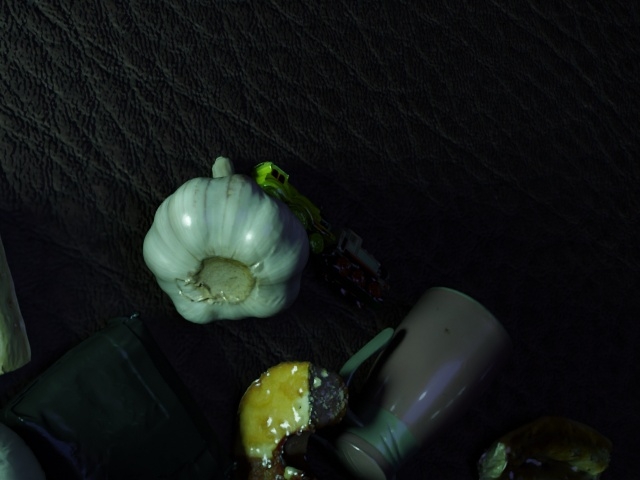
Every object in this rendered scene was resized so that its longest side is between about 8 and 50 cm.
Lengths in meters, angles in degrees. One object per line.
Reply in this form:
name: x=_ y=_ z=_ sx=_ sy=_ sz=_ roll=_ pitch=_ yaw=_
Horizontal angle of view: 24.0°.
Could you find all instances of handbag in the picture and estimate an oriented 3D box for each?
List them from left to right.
handbag: x=-0.222 y=0.231 z=1.711 sx=0.223 sy=0.080 sz=0.247 roll=-41 pitch=108 yaw=-35

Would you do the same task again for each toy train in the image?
toy train: x=0.000 y=0.000 z=1.940 sx=0.249 sy=0.053 sz=0.085 roll=40 pitch=55 yaw=-27

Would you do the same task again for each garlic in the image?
garlic: x=-0.110 y=-0.018 z=1.810 sx=0.199 sy=0.199 sz=0.226 roll=40 pitch=29 yaw=-27

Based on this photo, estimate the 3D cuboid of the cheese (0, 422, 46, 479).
cheese: x=-0.362 y=0.264 z=1.532 sx=0.198 sy=0.154 sz=0.189 roll=53 pitch=7 yaw=17

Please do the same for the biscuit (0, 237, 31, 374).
biscuit: x=-0.364 y=0.053 z=1.645 sx=0.056 sy=0.052 sz=0.188 roll=-16 pitch=94 yaw=-55

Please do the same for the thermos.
thermos: x=0.112 y=0.190 z=1.946 sx=0.265 sy=0.146 sz=0.176 roll=-47 pitch=115 yaw=-28

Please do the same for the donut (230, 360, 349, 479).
donut: x=-0.032 y=0.252 z=1.825 sx=0.085 sy=0.141 sz=0.217 roll=8 pitch=86 yaw=-47

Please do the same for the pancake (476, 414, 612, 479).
pancake: x=0.320 y=0.366 z=2.133 sx=0.266 sy=0.057 sz=0.245 roll=20 pitch=72 yaw=-36
